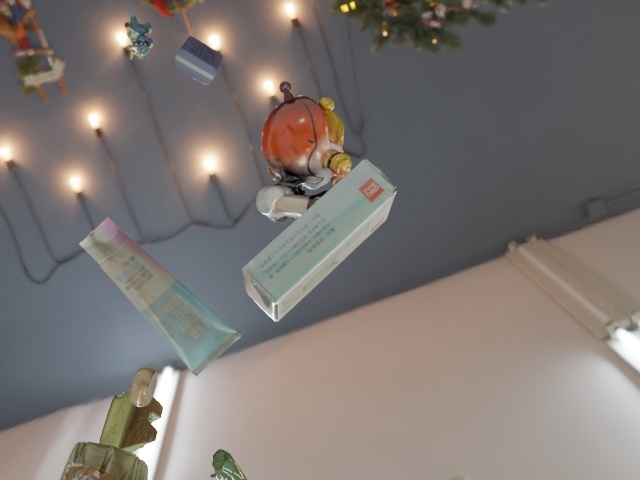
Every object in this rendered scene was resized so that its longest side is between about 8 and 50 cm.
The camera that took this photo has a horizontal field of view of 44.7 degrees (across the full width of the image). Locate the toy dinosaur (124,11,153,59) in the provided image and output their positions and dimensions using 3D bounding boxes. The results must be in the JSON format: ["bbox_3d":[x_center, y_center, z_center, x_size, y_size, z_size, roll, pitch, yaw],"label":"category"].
[{"bbox_3d":[-0.328,-0.366,1.391,0.030,0.083,0.047,-2,-176,38],"label":"toy dinosaur"}]

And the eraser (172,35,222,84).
[{"bbox_3d":[-0.243,-0.361,1.553,0.036,0.082,0.225,-57,-165,16],"label":"eraser"}]

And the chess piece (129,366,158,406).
[{"bbox_3d":[-0.374,0.310,1.649,0.038,0.084,0.084,15,-160,2],"label":"chess piece"}]

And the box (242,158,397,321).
[{"bbox_3d":[0.000,0.000,1.218,0.269,0.079,0.135,-43,169,-16],"label":"box"}]

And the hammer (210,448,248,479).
[{"bbox_3d":[-0.150,0.574,1.639,0.119,0.335,0.206,-26,-157,2],"label":"hammer"}]

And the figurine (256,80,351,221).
[{"bbox_3d":[-0.052,-0.206,1.886,0.196,0.323,0.320,15,171,-35],"label":"figurine"}]

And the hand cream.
[{"bbox_3d":[-0.284,0.098,1.349,0.111,0.312,0.070,-44,-169,-1],"label":"hand cream"}]

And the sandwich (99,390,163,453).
[{"bbox_3d":[-0.529,0.527,2.149,0.122,0.128,0.236,-32,-155,21],"label":"sandwich"}]

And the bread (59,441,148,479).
[{"bbox_3d":[-0.495,0.568,1.760,0.192,0.210,0.110,22,-151,-12],"label":"bread"}]
